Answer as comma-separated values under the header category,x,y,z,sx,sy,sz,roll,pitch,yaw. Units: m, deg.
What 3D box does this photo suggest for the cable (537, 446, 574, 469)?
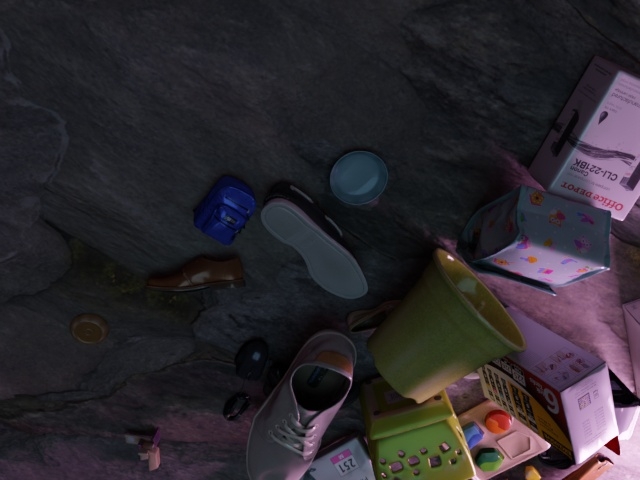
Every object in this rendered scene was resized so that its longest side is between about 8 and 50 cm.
category,x,y,z,sx,sy,sz,roll,pitch,yaw
cable,0.654,0.530,1.973,0.185,0.047,0.150,-21,119,3

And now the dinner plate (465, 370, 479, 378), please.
category,x,y,z,sx,sy,sz,roll,pitch,yaw
dinner plate,0.378,0.271,1.805,0.141,0.017,0.141,-5,112,-13

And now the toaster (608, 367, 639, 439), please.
category,x,y,z,sx,sy,sz,roll,pitch,yaw
toaster,0.656,0.390,1.820,0.168,0.185,0.110,1,110,-9

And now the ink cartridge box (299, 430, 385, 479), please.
category,x,y,z,sx,sy,sz,roll,pitch,yaw
ink cartridge box,0.038,0.644,1.894,0.275,0.060,0.238,-32,90,9

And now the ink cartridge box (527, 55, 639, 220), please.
category,x,y,z,sx,sy,sz,roll,pitch,yaw
ink cartridge box,0.580,-0.201,1.533,0.197,0.114,0.272,18,115,-17

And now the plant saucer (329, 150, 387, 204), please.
category,x,y,z,sx,sy,sz,roll,pitch,yaw
plant saucer,0.077,-0.131,1.557,0.120,0.021,0.119,-3,118,-6

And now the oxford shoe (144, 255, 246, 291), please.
category,x,y,z,sx,sy,sz,roll,pitch,yaw
oxford shoe,-0.266,0.072,1.606,0.213,0.076,0.075,-6,89,-2

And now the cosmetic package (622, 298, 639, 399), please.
category,x,y,z,sx,sy,sz,roll,pitch,yaw
cosmetic package,0.840,0.276,1.825,0.160,0.113,0.309,-20,120,4

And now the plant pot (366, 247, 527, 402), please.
category,x,y,z,sx,sy,sz,roll,pitch,yaw
plant pot,0.246,0.200,1.613,0.276,0.276,0.254,39,107,-24

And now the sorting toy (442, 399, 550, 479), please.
category,x,y,z,sx,sy,sz,roll,pitch,yaw
sorting toy,0.464,0.535,1.923,0.229,0.041,0.307,-35,108,14

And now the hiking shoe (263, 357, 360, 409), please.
category,x,y,z,sx,sy,sz,roll,pitch,yaw
hiking shoe,-0.015,0.325,1.752,0.227,0.086,0.114,4,121,-9

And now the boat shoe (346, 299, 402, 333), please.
category,x,y,z,sx,sy,sz,roll,pitch,yaw
boat shoe,0.135,0.175,1.712,0.153,0.048,0.056,-11,119,-2

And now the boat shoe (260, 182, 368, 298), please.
category,x,y,z,sx,sy,sz,roll,pitch,yaw
boat shoe,0.000,0.000,1.577,0.114,0.091,0.302,-23,122,28

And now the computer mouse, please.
category,x,y,z,sx,sy,sz,roll,pitch,yaw
computer mouse,-0.176,0.330,1.760,0.071,0.041,0.242,12,116,-14

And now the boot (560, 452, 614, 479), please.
category,x,y,z,sx,sy,sz,roll,pitch,yaw
boot,0.616,0.655,1.951,0.280,0.096,0.264,-46,142,20

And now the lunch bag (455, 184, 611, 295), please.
category,x,y,z,sx,sy,sz,roll,pitch,yaw
lunch bag,0.431,0.013,1.578,0.224,0.160,0.262,16,157,-15

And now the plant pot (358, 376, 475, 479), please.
category,x,y,z,sx,sy,sz,roll,pitch,yaw
plant pot,0.209,0.430,1.766,0.228,0.227,0.207,-16,113,2

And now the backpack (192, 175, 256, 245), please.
category,x,y,z,sx,sy,sz,roll,pitch,yaw
backpack,-0.182,-0.058,1.519,0.098,0.101,0.120,30,107,-28

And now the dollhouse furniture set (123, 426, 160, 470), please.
category,x,y,z,sx,sy,sz,roll,pitch,yaw
dollhouse furniture set,-0.432,0.510,1.807,0.081,0.091,0.114,6,121,6

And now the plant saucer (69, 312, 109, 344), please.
category,x,y,z,sx,sy,sz,roll,pitch,yaw
plant saucer,-0.505,0.197,1.659,0.084,0.015,0.083,-3,118,-6

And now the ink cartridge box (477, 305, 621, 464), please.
category,x,y,z,sx,sy,sz,roll,pitch,yaw
ink cartridge box,0.491,0.336,1.680,0.130,0.309,0.271,-28,117,-16

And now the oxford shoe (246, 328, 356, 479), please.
category,x,y,z,sx,sy,sz,roll,pitch,yaw
oxford shoe,-0.052,0.398,1.680,0.169,0.130,0.449,23,112,-8
